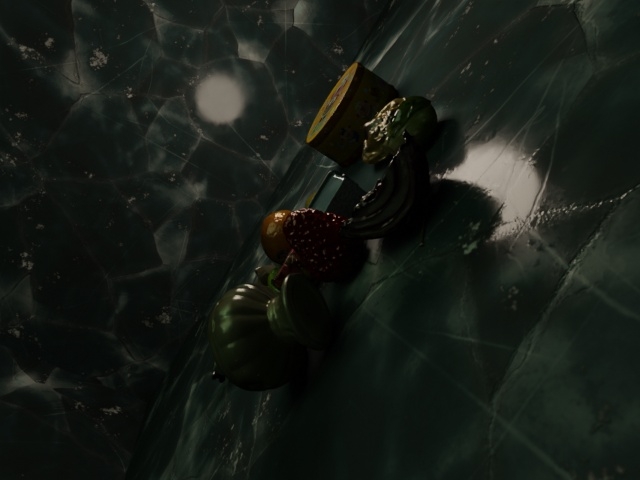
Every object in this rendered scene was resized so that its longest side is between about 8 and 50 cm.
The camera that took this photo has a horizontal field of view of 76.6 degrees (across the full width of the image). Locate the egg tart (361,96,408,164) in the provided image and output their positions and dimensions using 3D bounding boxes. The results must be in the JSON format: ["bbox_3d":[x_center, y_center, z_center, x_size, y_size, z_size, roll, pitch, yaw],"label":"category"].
[{"bbox_3d":[0.234,-0.402,1.424,0.297,0.132,0.297,-45,21,22],"label":"egg tart"}]

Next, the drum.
[{"bbox_3d":[0.129,-0.550,1.803,0.431,0.214,0.431,-51,20,26],"label":"drum"}]

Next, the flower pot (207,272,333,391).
[{"bbox_3d":[-0.117,0.234,1.087,0.244,0.307,0.307,-29,29,22],"label":"flower pot"}]

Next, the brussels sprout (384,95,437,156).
[{"bbox_3d":[0.267,-0.337,1.192,0.183,0.131,0.145,-60,11,-20],"label":"brussels sprout"}]

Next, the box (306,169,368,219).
[{"bbox_3d":[0.056,-0.109,1.372,0.227,0.162,0.130,-59,27,0],"label":"box"}]

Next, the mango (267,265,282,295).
[{"bbox_3d":[-0.155,0.165,1.601,0.119,0.100,0.178,-49,27,23],"label":"mango"}]

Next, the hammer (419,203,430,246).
[{"bbox_3d":[0.243,-0.036,0.957,0.029,0.014,0.123,-51,18,54],"label":"hammer"}]

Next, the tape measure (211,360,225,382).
[{"bbox_3d":[-0.380,0.449,1.733,0.235,0.115,0.207,-56,20,11],"label":"tape measure"}]

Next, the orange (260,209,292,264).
[{"bbox_3d":[-0.137,-0.012,1.600,0.193,0.219,0.219,-30,23,9],"label":"orange"}]

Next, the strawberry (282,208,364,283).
[{"bbox_3d":[0.000,0.000,1.188,0.205,0.244,0.205,-53,16,22],"label":"strawberry"}]

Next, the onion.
[{"bbox_3d":[0.197,-0.118,1.044,0.314,0.146,0.280,-61,-11,27],"label":"onion"}]

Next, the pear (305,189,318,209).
[{"bbox_3d":[0.014,-0.118,1.517,0.149,0.149,0.162,-58,12,3],"label":"pear"}]

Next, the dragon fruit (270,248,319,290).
[{"bbox_3d":[-0.082,0.097,1.427,0.282,0.147,0.211,-57,18,3],"label":"dragon fruit"}]

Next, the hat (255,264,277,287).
[{"bbox_3d":[-0.198,0.204,1.698,0.144,0.173,0.166,-31,-31,-10],"label":"hat"}]
